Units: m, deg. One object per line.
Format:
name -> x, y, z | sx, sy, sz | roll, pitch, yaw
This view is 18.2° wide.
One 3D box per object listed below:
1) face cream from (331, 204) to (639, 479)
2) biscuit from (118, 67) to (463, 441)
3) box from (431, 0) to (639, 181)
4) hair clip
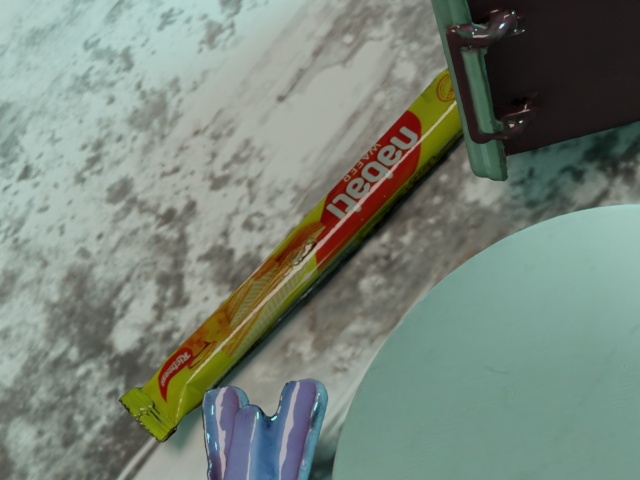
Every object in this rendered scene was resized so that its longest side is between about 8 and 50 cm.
face cream -> 0.141, 0.122, 0.838 | 0.218, 0.179, 0.218 | -19, 49, 23
biscuit -> 0.000, 0.000, 1.142 | 0.292, 0.026, 0.048 | -46, 38, -4
box -> 0.132, -0.195, 1.074 | 0.167, 0.193, 0.294 | -10, 50, 5
hair clip -> -0.048, 0.203, 0.987 | 0.137, 0.090, 0.278 | -10, 48, 30
